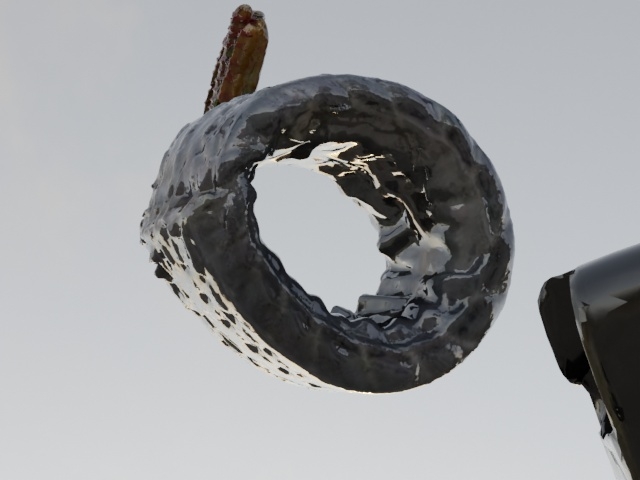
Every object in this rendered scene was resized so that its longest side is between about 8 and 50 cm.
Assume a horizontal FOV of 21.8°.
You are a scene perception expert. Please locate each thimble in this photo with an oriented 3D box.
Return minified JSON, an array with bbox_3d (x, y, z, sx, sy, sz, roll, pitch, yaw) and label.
[{"bbox_3d":[0.000,0.000,1.139,0.236,0.205,0.172,17,-12,-24],"label":"thimble"}]

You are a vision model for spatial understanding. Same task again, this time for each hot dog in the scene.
[{"bbox_3d":[-0.073,-0.129,1.381,0.038,0.062,0.144,9,-63,-13],"label":"hot dog"}]

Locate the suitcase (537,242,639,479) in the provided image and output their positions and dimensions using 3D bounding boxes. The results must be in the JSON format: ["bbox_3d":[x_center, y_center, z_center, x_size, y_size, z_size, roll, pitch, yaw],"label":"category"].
[{"bbox_3d":[0.242,0.167,0.640,0.194,0.434,0.283,-22,-8,18],"label":"suitcase"}]
